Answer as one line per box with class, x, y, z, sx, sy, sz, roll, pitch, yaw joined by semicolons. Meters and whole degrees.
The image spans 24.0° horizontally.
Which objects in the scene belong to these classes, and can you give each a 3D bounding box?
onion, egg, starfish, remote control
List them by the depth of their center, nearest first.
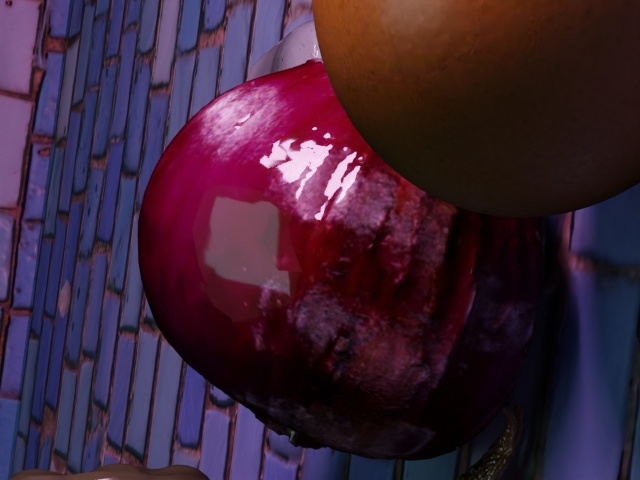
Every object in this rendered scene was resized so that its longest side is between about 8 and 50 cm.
egg;0.123;-0.172;0.861;0.250;0.250;0.322;153;128;-65
starfish;0.110;0.188;1.059;0.130;0.041;0.133;137;137;-61
onion;0.000;0.000;1.096;0.336;0.260;0.281;-119;50;-66
remote control;-0.033;-0.169;1.551;0.256;0.045;0.097;163;114;-70

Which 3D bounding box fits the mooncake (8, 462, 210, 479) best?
mooncake;-0.196;0.345;1.367;0.356;0.356;0.194;123;151;-48
